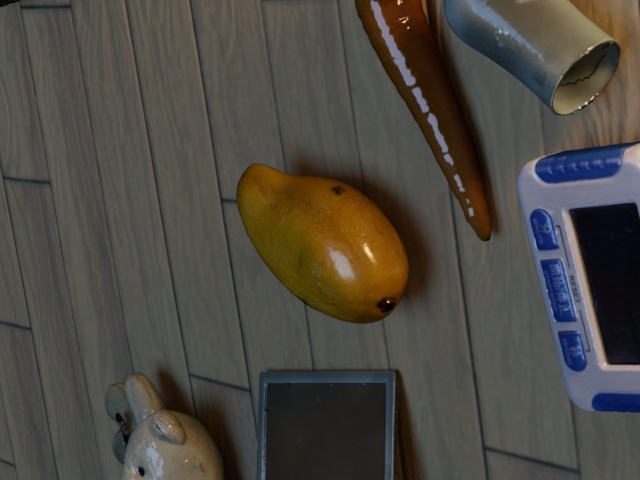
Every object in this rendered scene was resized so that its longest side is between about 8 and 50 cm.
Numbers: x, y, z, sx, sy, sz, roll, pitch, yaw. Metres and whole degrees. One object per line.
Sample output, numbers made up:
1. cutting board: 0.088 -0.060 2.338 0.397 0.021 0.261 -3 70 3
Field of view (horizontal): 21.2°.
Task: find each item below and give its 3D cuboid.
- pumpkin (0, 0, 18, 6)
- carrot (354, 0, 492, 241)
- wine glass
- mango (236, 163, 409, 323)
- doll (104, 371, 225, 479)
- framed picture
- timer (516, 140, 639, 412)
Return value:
1. pumpkin: -0.453 -0.458 2.301 0.221 0.139 0.317 59 144 12
2. carrot: 0.108 -0.154 1.758 0.069 0.069 0.336 -27 85 53
3. wine glass: 0.173 -0.220 1.612 0.231 0.103 0.103 47 137 26
4. mango: 0.005 -0.001 1.919 0.262 0.109 0.157 41 143 42
5. doll: -0.239 0.291 2.341 0.175 0.149 0.278 50 166 -25
6. framed picture: 0.006 0.262 2.049 0.274 0.017 0.217 -3 83 53
7. timer: 0.287 0.034 1.591 0.178 0.078 0.253 -4 103 50
